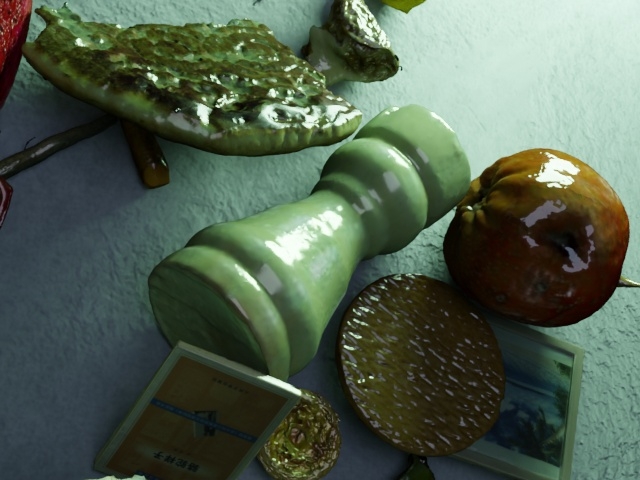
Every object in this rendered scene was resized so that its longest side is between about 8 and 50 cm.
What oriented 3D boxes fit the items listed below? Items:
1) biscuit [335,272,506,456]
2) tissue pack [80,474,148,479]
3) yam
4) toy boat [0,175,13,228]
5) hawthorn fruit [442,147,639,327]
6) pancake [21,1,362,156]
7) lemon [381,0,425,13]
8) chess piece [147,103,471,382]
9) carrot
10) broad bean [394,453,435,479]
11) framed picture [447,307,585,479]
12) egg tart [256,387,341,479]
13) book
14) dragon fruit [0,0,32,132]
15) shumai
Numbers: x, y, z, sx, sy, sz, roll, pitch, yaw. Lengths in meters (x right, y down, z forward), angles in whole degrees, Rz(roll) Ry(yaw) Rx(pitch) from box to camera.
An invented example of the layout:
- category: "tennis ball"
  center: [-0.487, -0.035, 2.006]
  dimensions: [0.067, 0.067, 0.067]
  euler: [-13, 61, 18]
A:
- category: "biscuit"
  center: [0.136, 0.170, 1.883]
  dimensions: [0.262, 0.037, 0.262]
  euler: [11, 65, -24]
- category: "tissue pack"
  center: [-0.318, 0.458, 1.546]
  dimensions: [0.375, 0.195, 0.390]
  euler: [-21, 88, 11]
- category: "yam"
  center: [-0.363, -0.115, 1.777]
  dimensions: [0.234, 0.027, 0.029]
  euler: [-30, 65, -27]
- category: "toy boat"
  center: [-0.513, 0.065, 1.628]
  dimensions: [0.136, 0.079, 0.392]
  euler: [39, 69, -15]
- category: "hawthorn fruit"
  center: [0.302, 0.002, 1.930]
  dimensions: [0.262, 0.258, 0.258]
  euler: [42, 61, -43]
- category: "pancake"
  center: [-0.173, -0.207, 1.786]
  dimensions: [0.426, 0.067, 0.305]
  euler: [0, 38, -27]
- category: "lemon"
  center: [0.117, -0.397, 2.008]
  dimensions: [0.109, 0.109, 0.133]
  euler: [-13, 93, -26]
- category: "chess piece"
  center: [0.000, 0.000, 1.811]
  dimensions: [0.442, 0.234, 0.234]
  euler: [-41, 96, -31]
- category: "carrot"
  center: [-0.243, -0.151, 1.832]
  dimensions: [0.042, 0.042, 0.171]
  euler: [-17, 83, -26]
- category: "broad bean"
  center: [0.097, 0.419, 1.834]
  dimensions: [0.077, 0.061, 0.339]
  euler: [32, 66, -38]
- category: "framed picture"
  center: [0.230, 0.210, 1.949]
  dimensions: [0.315, 0.024, 0.232]
  euler: [21, 62, -19]
- category: "egg tart"
  center: [-0.035, 0.259, 1.823]
  dimensions: [0.128, 0.049, 0.129]
  euler: [3, 80, -18]
- category: "book"
  center: [-0.153, 0.232, 1.687]
  dimensions: [0.170, 0.242, 0.018]
  euler: [24, 34, -17]
- category: "dragon fruit"
  center: [-0.490, -0.305, 1.611]
  dimensions: [0.249, 0.386, 0.371]
  euler: [9, 109, 9]
- category: "shumai"
  center: [0.034, -0.266, 1.942]
  dimensions: [0.116, 0.145, 0.145]
  euler: [-34, 93, -8]
